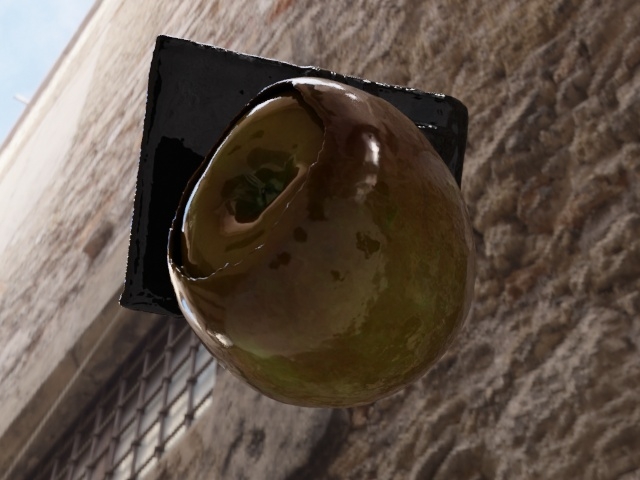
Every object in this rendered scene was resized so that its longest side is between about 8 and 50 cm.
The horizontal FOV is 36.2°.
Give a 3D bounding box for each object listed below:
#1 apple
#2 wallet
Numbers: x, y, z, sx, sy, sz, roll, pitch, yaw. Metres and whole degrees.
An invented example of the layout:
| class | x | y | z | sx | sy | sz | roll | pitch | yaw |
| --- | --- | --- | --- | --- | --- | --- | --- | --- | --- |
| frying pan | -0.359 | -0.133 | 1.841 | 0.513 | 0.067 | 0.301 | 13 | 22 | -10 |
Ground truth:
| class | x | y | z | sx | sy | sz | roll | pitch | yaw |
| --- | --- | --- | --- | --- | --- | --- | --- | --- | --- |
| apple | 0.000 | 0.000 | 0.694 | 0.236 | 0.237 | 0.207 | -29 | -36 | 14 |
| wallet | -0.011 | -0.040 | 0.906 | 0.322 | 0.041 | 0.247 | 8 | -96 | -21 |
